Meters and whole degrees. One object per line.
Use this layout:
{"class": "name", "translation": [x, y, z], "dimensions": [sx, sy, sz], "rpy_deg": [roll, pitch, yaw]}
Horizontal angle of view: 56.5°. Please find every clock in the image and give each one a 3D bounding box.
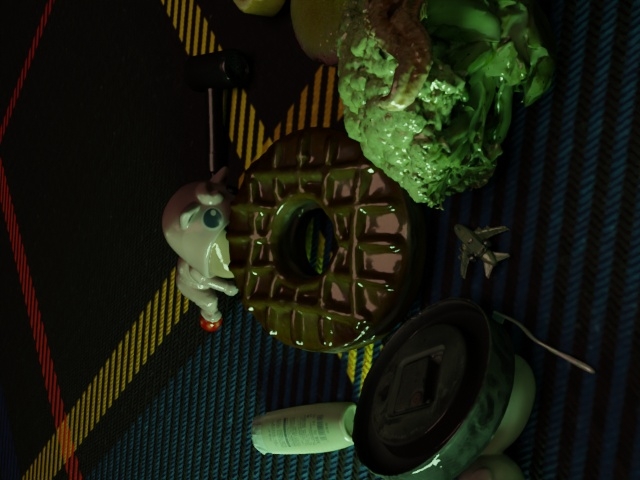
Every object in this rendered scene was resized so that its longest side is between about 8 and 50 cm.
{"class": "clock", "translation": [0.126, 0.172, 0.688], "dimensions": [0.226, 0.049, 0.226], "rpy_deg": [-49, 18, 21]}

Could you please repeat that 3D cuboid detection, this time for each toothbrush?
{"class": "toothbrush", "translation": [0.250, 0.114, 0.676], "dimensions": [0.131, 0.011, 0.013], "rpy_deg": [31, 98, 41]}

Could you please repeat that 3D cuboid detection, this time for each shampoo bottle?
{"class": "shampoo bottle", "translation": [-0.027, 0.292, 0.924], "dimensions": [0.212, 0.049, 0.072], "rpy_deg": [-20, 79, 42]}

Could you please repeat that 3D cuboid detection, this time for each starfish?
{"class": "starfish", "translation": [0.076, -0.287, 0.530], "dimensions": [0.326, 0.094, 0.375], "rpy_deg": [-8, 71, 20]}

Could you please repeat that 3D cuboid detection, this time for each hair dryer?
{"class": "hair dryer", "translation": [-0.184, -0.218, 1.097], "dimensions": [0.128, 0.070, 0.256], "rpy_deg": [5, 100, 44]}

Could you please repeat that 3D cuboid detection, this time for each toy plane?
{"class": "toy plane", "translation": [0.189, 0.006, 0.725], "dimensions": [0.080, 0.033, 0.083], "rpy_deg": [-52, 54, 17]}

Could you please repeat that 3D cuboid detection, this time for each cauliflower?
{"class": "cauliflower", "translation": [0.143, -0.191, 0.667], "dimensions": [0.250, 0.275, 0.272], "rpy_deg": [-11, 53, 10]}

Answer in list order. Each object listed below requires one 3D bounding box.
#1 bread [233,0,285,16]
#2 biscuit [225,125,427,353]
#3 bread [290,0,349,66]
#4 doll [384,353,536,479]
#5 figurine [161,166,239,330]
{"class": "bread", "translation": [-0.107, -0.447, 0.994], "dimensions": [0.122, 0.073, 0.149], "rpy_deg": [-56, 47, 42]}
{"class": "biscuit", "translation": [0.000, 0.000, 0.847], "dimensions": [0.332, 0.103, 0.332], "rpy_deg": [-1, 89, 38]}
{"class": "bread", "translation": [0.028, -0.381, 0.897], "dimensions": [0.228, 0.033, 0.229], "rpy_deg": [-2, 87, 45]}
{"class": "doll", "translation": [0.194, 0.361, 0.603], "dimensions": [0.365, 0.187, 0.376], "rpy_deg": [40, 116, 37]}
{"class": "figurine", "translation": [-0.183, 0.017, 1.042], "dimensions": [0.186, 0.176, 0.288], "rpy_deg": [21, 128, 2]}
